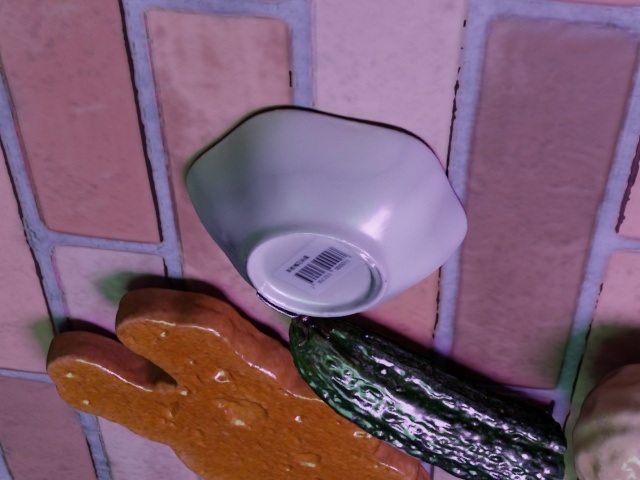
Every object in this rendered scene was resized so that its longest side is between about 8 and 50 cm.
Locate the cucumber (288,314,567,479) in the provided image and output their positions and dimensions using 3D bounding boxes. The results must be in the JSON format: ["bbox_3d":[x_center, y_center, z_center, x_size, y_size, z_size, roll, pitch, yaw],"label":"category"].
[{"bbox_3d":[0.083,0.131,1.056,0.265,0.077,0.077,25,141,-21],"label":"cucumber"}]

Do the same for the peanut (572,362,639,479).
[{"bbox_3d":[0.260,0.195,1.066,0.136,0.120,0.298,7,146,13],"label":"peanut"}]

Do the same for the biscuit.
[{"bbox_3d":[-0.052,0.141,1.129,0.334,0.047,0.202,33,138,-24],"label":"biscuit"}]

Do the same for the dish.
[{"bbox_3d":[0.000,0.000,0.915,0.191,0.066,0.190,6,143,5],"label":"dish"}]
